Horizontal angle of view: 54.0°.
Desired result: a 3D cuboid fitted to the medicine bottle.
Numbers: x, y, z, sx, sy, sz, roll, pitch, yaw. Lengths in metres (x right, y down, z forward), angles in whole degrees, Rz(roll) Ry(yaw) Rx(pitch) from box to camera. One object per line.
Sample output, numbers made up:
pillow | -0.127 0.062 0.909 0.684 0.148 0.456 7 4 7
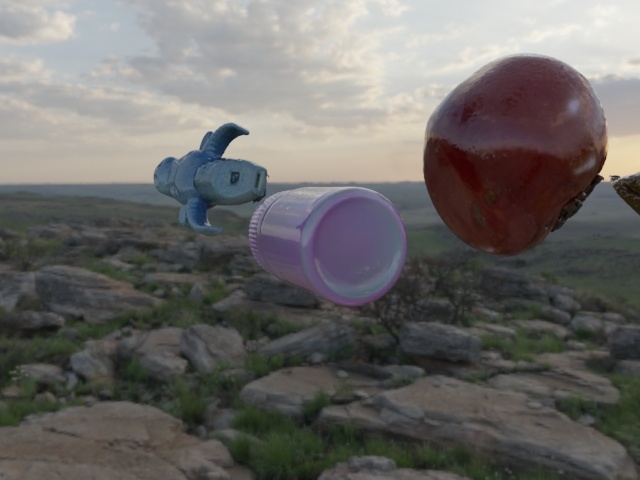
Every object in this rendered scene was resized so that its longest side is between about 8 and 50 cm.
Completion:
medicine bottle | 0.000 0.000 1.037 0.178 0.178 0.290 -3 5 -22

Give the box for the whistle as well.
whistle | -0.179 -0.095 1.002 0.093 0.180 0.269 22 -12 -41

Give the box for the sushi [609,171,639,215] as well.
sushi | 0.739 -0.082 1.309 0.140 0.149 0.287 -15 9 -38

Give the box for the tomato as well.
tomato | 0.321 -0.144 1.062 0.290 0.293 0.325 44 -9 17
